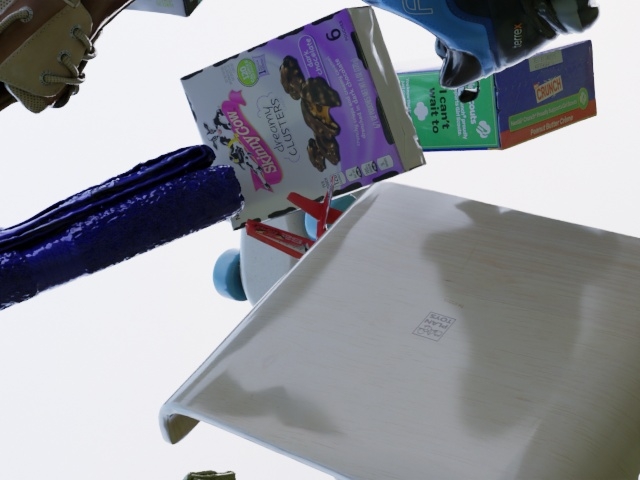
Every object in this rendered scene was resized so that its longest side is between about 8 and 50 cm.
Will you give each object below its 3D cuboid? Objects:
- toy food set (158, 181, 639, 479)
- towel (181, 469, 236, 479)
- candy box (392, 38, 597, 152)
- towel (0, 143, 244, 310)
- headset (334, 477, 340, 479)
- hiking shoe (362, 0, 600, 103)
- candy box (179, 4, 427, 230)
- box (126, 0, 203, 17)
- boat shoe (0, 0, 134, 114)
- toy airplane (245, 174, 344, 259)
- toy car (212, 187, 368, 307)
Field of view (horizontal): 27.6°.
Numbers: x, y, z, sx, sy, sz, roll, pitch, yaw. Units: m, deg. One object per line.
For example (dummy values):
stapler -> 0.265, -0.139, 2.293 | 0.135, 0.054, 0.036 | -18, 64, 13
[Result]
toy food set -> 0.076, 0.084, 0.763 | 0.220, 0.306, 0.092 | -46, -48, -31
towel -> -0.143, 0.332, 1.478 | 0.110, 0.027, 0.148 | 21, -96, -58
candy box -> 0.187, -0.199, 1.828 | 0.268, 0.317, 0.122 | -19, -76, -48
towel -> -0.233, 0.000, 1.164 | 0.308, 0.227, 0.076 | -23, -85, -16
headset -> 0.098, 0.279, 1.736 | 0.243, 0.185, 0.394 | 19, -67, -31
hiking shoe -> 0.040, -0.209, 0.797 | 0.132, 0.113, 0.304 | -35, -66, 28
candy box -> -0.018, -0.116, 1.267 | 0.070, 0.196, 0.165 | -25, -84, -64
box -> -0.243, -0.373, 1.235 | 0.058, 0.232, 0.322 | -61, -27, -43
boat shoe -> -0.216, -0.149, 0.967 | 0.324, 0.123, 0.116 | -28, -99, 6
toy airplane -> 0.000, 0.000, 1.134 | 0.151, 0.151, 0.028 | -6, -36, -36
toy car -> 0.009, -0.007, 1.757 | 0.238, 0.219, 0.210 | -16, -69, -44
